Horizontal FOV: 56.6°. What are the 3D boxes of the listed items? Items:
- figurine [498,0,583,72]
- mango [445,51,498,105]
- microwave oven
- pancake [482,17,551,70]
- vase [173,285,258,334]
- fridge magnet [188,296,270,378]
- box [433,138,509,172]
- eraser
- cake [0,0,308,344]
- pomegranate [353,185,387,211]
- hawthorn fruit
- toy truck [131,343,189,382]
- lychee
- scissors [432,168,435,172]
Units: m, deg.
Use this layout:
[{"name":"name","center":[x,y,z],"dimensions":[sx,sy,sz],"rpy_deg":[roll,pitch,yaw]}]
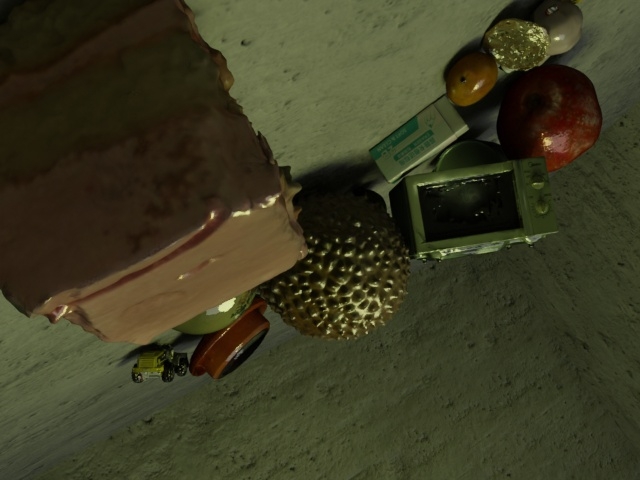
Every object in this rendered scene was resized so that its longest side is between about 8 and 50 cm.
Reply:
[{"name":"figurine","center":[0.469,-0.427,1.245],"dimensions":[0.137,0.112,0.229],"rpy_deg":[-17,166,-31]},{"name":"mango","center":[0.319,-0.340,1.276],"dimensions":[0.115,0.089,0.165],"rpy_deg":[-32,174,-9]},{"name":"microwave oven","center":[0.380,-0.065,1.531],"dimensions":[0.354,0.219,0.286],"rpy_deg":[-9,175,-4]},{"name":"pancake","center":[0.395,-0.398,1.203],"dimensions":[0.139,0.139,0.022],"rpy_deg":[101,9,-71]},{"name":"vase","center":[-0.196,-0.003,1.153],"dimensions":[0.302,0.240,0.329],"rpy_deg":[-53,-174,24]},{"name":"fridge magnet","center":[-0.312,0.348,2.095],"dimensions":[0.363,0.155,0.363],"rpy_deg":[-45,169,-11]},{"name":"box","center":[0.472,-0.190,1.802],"dimensions":[0.226,0.226,0.149],"rpy_deg":[-40,164,30]},{"name":"eraser","center":[0.232,-0.236,1.417],"dimensions":[0.225,0.096,0.052],"rpy_deg":[-36,166,16]},{"name":"cake","center":[-0.197,-0.074,0.651],"dimensions":[0.293,0.307,0.314],"rpy_deg":[-30,165,2]},{"name":"pomegranate","center":[0.122,-0.086,1.666],"dimensions":[0.130,0.130,0.130],"rpy_deg":[-29,166,-8]},{"name":"hawthorn fruit","center":[0.594,-0.322,1.565],"dimensions":[0.284,0.284,0.284],"rpy_deg":[-29,166,-8]},{"name":"toy truck","center":[-0.524,0.404,1.974],"dimensions":[0.136,0.111,0.286],"rpy_deg":[-1,177,5]},{"name":"lychee","center":[0.022,0.065,1.465],"dimensions":[0.380,0.381,0.432],"rpy_deg":[-39,138,27]},{"name":"scissors","center":[0.421,-0.220,2.002],"dimensions":[0.204,0.027,0.101],"rpy_deg":[-13,158,-48]}]
